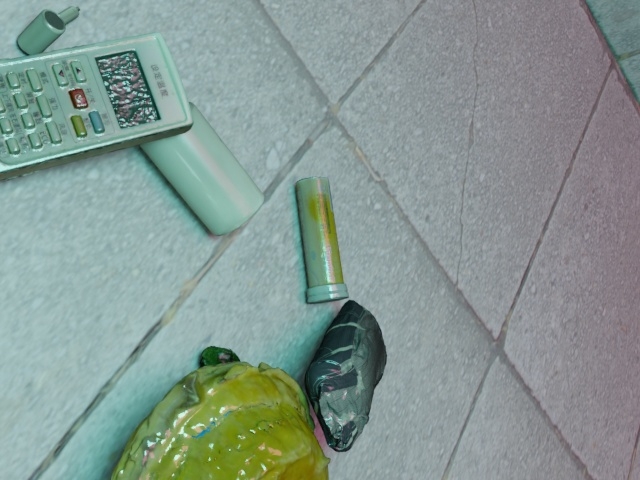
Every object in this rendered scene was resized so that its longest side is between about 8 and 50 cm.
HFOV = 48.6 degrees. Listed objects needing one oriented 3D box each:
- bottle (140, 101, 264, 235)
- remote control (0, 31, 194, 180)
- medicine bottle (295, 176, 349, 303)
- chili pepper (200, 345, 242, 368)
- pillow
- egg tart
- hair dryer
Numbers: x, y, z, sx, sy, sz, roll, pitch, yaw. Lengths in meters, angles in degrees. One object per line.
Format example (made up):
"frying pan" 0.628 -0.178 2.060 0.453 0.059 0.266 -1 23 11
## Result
"bottle" -0.195 -0.128 1.075 0.245 0.104 0.104 53 49 -20
"remote control" -0.343 -0.170 0.914 0.344 0.050 0.145 -21 91 -28
"medicine bottle" 0.000 0.000 1.254 0.074 0.074 0.218 2 76 -44
"chili pepper" -0.169 0.264 1.026 0.098 0.061 0.224 43 51 -36
"pillow" 0.050 0.206 1.158 0.335 0.092 0.162 -55 136 -69
"egg tart" -0.109 0.345 0.939 0.387 0.169 0.388 -18 113 -50
"hair dryer" -0.371 -0.306 0.997 0.038 0.063 0.124 49 30 -21
